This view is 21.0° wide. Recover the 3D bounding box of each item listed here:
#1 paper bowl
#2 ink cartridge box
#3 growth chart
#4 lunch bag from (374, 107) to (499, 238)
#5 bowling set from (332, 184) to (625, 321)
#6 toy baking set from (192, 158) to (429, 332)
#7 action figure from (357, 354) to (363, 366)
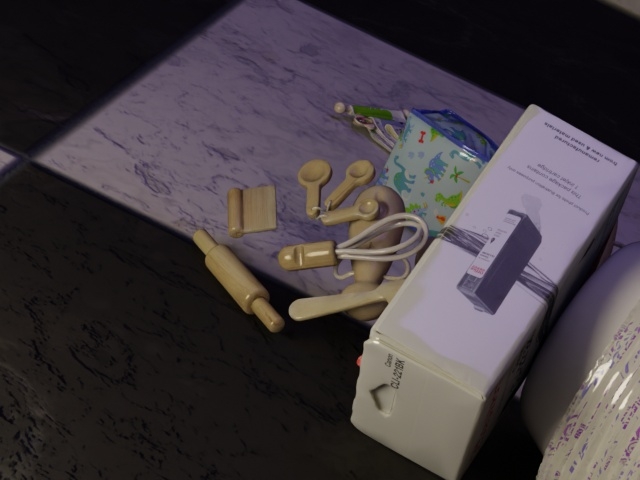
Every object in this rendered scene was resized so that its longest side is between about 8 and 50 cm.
[{"bbox_3d":[0.285,0.116,1.535,0.148,0.284,0.284,35,24,18],"label":"paper bowl"},{"bbox_3d":[0.149,0.050,1.504,0.114,0.197,0.273,31,64,13],"label":"ink cartridge box"},{"bbox_3d":[0.147,-0.113,2.256,0.237,0.021,0.172,39,25,30],"label":"growth chart"},{"bbox_3d":[0.154,-0.065,2.013,0.096,0.129,0.151,-3,34,-48],"label":"lunch bag"},{"bbox_3d":[0.166,0.061,1.735,0.287,0.200,0.154,1,53,11],"label":"bowling set"},{"bbox_3d":[-0.006,0.003,1.669,0.256,0.197,0.030,52,-9,43],"label":"toy baking set"},{"bbox_3d":[0.082,0.120,1.661,0.115,0.030,0.038,5,34,-35],"label":"action figure"}]
